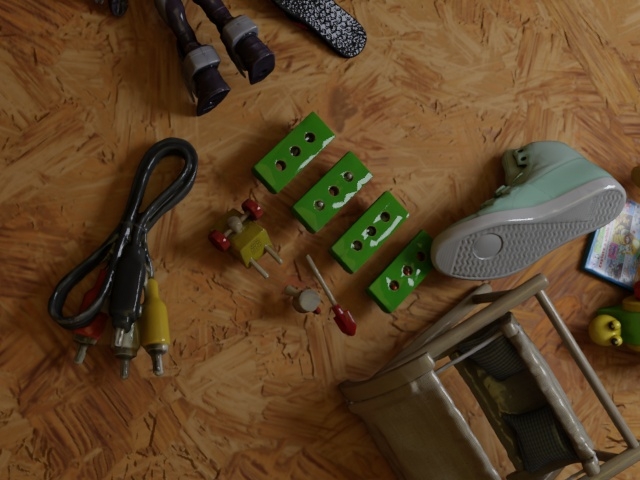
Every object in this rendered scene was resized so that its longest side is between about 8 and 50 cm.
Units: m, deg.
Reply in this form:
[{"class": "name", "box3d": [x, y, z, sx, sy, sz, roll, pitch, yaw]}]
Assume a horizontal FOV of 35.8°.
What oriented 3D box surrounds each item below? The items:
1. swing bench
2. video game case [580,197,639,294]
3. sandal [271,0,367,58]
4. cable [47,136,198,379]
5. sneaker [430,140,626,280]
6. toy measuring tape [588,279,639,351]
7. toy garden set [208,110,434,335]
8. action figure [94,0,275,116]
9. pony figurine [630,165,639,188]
[{"class": "swing bench", "box3d": [0.201, 0.215, 1.182, 0.255, 0.165, 0.253, -34, 93, -18]}, {"class": "video game case", "box3d": [0.445, 0.017, 1.361, 0.166, 0.015, 0.119, 24, 77, -12]}, {"class": "sandal", "box3d": [-0.017, -0.298, 1.259, 0.179, 0.040, 0.067, 42, 78, -23]}, {"class": "cable", "box3d": [-0.225, 0.014, 1.155, 0.139, 0.072, 0.287, 8, 67, 2]}, {"class": "sneaker", "box3d": [0.238, -0.043, 1.265, 0.256, 0.151, 0.094, -20, 129, -8]}, {"class": "toy measuring tape", "box3d": [0.511, 0.093, 1.302, 0.330, 0.121, 0.121, -10, 85, -11]}, {"class": "toy garden set", "box3d": [0.000, 0.000, 1.215, 0.244, 0.049, 0.204, 47, 71, -7]}, {"class": "action figure", "box3d": [-0.172, -0.301, 1.182, 0.185, 0.099, 0.285, -29, 87, -11]}, {"class": "pony figurine", "box3d": [0.653, -0.107, 1.294, 0.363, 0.351, 0.303, -35, 127, -19]}]
